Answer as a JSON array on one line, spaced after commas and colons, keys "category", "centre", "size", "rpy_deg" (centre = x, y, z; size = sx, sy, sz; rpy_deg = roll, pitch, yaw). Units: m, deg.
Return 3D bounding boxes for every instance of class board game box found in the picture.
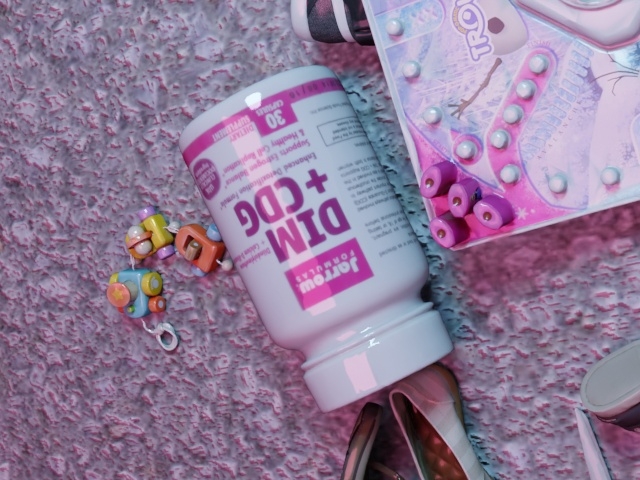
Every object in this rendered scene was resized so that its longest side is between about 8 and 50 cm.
[{"category": "board game box", "centre": [0.209, -0.221, 0.956], "size": [0.390, 0.050, 0.390], "rpy_deg": [-16, 93, 24]}]

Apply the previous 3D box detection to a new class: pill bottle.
[{"category": "pill bottle", "centre": [0.000, 0.000, 1.120], "size": [0.160, 0.160, 0.283], "rpy_deg": [-30, 84, 34]}]

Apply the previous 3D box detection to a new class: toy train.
[{"category": "toy train", "centre": [-0.169, 0.037, 1.308], "size": [0.125, 0.046, 0.166], "rpy_deg": [40, 119, 20]}]

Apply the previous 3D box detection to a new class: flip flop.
[{"category": "flip flop", "centre": [0.062, 0.287, 1.188], "size": [0.080, 0.112, 0.277], "rpy_deg": [-3, 97, 8]}]

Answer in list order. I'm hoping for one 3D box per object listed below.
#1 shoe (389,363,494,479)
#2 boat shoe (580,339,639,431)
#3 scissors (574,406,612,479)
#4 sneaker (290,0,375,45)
[{"category": "shoe", "centre": [0.120, 0.224, 1.153], "size": [0.076, 0.058, 0.219], "rpy_deg": [-23, 88, 35]}, {"category": "boat shoe", "centre": [0.315, 0.100, 1.010], "size": [0.206, 0.075, 0.065], "rpy_deg": [-30, 127, 29]}, {"category": "scissors", "centre": [0.267, 0.297, 1.096], "size": [0.109, 0.021, 0.297], "rpy_deg": [-36, 81, 34]}, {"category": "sneaker", "centre": [0.045, -0.279, 1.088], "size": [0.121, 0.079, 0.217], "rpy_deg": [9, 106, 20]}]
